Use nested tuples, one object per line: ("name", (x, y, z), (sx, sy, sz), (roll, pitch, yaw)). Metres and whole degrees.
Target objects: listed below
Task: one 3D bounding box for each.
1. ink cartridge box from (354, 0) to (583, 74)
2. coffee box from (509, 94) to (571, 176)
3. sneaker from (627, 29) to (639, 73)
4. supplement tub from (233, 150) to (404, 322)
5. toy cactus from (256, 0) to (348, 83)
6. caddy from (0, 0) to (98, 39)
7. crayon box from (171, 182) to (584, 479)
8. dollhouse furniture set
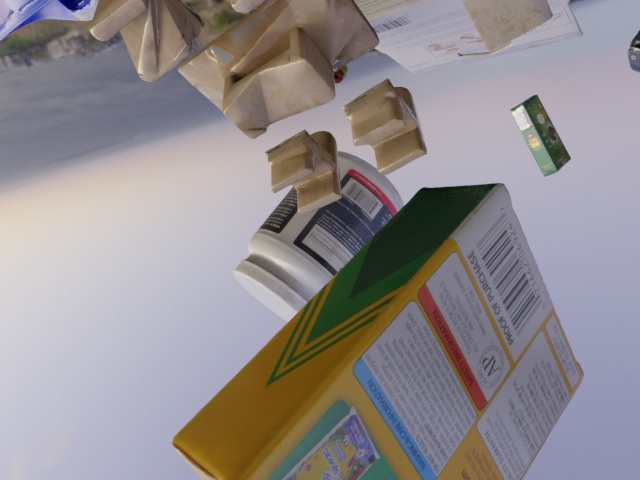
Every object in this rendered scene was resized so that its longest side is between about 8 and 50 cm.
("ink cartridge box", (0.224, -0.350, 0.847), (0.297, 0.066, 0.261), (-4, 177, 34))
("coffee box", (0.528, -0.252, 1.318), (0.040, 0.184, 0.113), (-26, -175, 44))
("sneaker", (0.463, -0.234, 0.671), (0.086, 0.163, 0.226), (-44, 157, 11))
("supplement tub", (0.000, 0.000, 0.943), (0.272, 0.191, 0.191), (-52, -155, -16))
("toy cactus", (-0.010, -0.331, 0.809), (0.112, 0.218, 0.180), (-31, -174, 22))
("caddy", (-0.360, -0.381, 0.737), (0.342, 0.179, 0.241), (6, -130, 47))
("crayon box", (0.049, 0.132, 0.384), (0.323, 0.203, 0.083), (-43, -154, -28))
("dollhouse furniture set", (0.019, -0.286, 0.653), (0.395, 0.362, 0.256), (-24, -131, 25))
